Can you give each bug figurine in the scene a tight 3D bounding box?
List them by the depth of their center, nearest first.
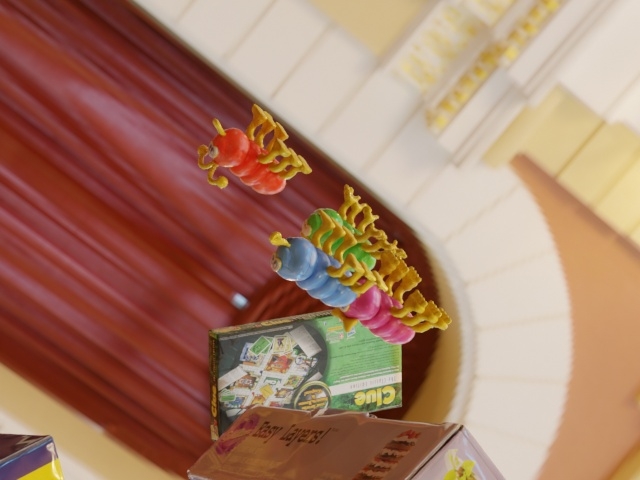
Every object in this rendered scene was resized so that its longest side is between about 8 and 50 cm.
[{"bbox_3d":[0.000,0.000,1.363,0.072,0.216,0.279,-46,-145,11],"label":"bug figurine"}]

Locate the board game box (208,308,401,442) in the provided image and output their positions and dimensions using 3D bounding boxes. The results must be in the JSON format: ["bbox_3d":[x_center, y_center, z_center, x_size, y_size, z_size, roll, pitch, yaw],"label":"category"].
[{"bbox_3d":[-0.015,0.155,1.874,0.030,0.259,0.136,15,-71,57],"label":"board game box"}]

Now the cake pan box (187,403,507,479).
[{"bbox_3d":[0.061,0.199,0.830,0.070,0.246,0.267,-40,-166,-22],"label":"cake pan box"}]

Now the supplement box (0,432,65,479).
[{"bbox_3d":[-0.362,0.397,1.618,0.194,0.357,0.195,-4,-166,41],"label":"supplement box"}]
